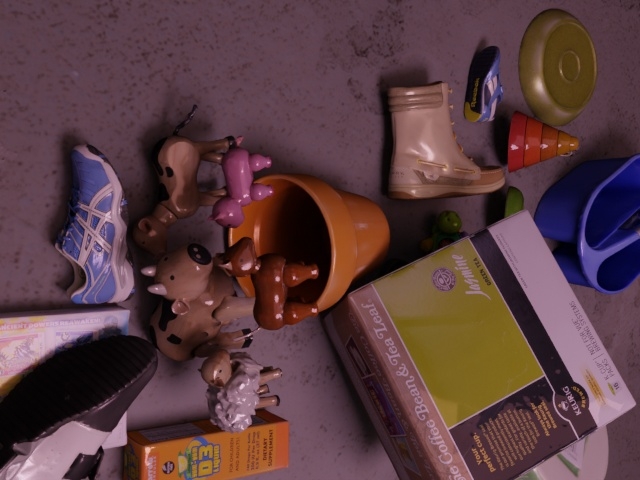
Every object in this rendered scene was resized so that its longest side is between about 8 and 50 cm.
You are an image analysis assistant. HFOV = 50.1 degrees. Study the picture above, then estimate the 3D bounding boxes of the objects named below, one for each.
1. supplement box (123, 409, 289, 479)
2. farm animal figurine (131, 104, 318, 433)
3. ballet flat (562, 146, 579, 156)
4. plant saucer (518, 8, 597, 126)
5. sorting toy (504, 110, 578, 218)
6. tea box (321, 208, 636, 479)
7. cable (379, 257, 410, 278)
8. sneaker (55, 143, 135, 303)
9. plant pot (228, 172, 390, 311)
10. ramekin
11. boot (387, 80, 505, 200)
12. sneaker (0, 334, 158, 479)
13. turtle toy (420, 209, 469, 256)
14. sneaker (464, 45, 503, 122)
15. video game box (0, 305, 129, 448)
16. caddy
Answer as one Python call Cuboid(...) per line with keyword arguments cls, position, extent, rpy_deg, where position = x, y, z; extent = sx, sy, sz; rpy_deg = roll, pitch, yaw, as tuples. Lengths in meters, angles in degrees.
Cuboid(cls="supplement box", position=(-0.162, 0.306, 0.995), extent=(0.233, 0.080, 0.078), rpy_deg=(-1, 93, -32))
Cuboid(cls="farm animal figurine", position=(-0.160, 0.040, 0.890), extent=(0.172, 0.330, 0.327), rpy_deg=(-6, 130, -30))
Cuboid(cls="ballet flat", position=(0.497, -0.199, 1.427), extent=(0.114, 0.041, 0.041), rpy_deg=(15, 86, -34))
Cuboid(cls="plant saucer", position=(0.503, -0.358, 1.416), extent=(0.241, 0.037, 0.241), rpy_deg=(-4, 97, -34))
Cuboid(cls="sorting toy", position=(0.416, -0.062, 1.304), extent=(0.127, 0.126, 0.365), rpy_deg=(-5, 98, -71))
Cuboid(cls="tea box", position=(0.225, 0.183, 1.056), extent=(0.323, 0.220, 0.329), rpy_deg=(-23, 79, -17))
Cuboid(cls="cable", position=(0.199, 0.142, 1.260), extent=(0.287, 0.072, 0.139), rpy_deg=(34, 92, -20))
Cuboid(cls="sneaker", position=(-0.293, -0.016, 0.872), extent=(0.081, 0.080, 0.211), rpy_deg=(-14, 101, -35))
Cuboid(cls="plant pot", position=(0.000, 0.000, 1.019), extent=(0.188, 0.205, 0.205), rpy_deg=(-9, 100, -49))
Cuboid(cls="ramekin", position=(0.399, 0.356, 1.281), extent=(0.303, 0.148, 0.303), rpy_deg=(16, 63, -33))
Cuboid(cls="boot", position=(0.224, -0.178, 1.209), extent=(0.262, 0.095, 0.203), rpy_deg=(-7, 97, -31))
Cuboid(cls="sneaker", position=(-0.321, 0.251, 0.816), extent=(0.330, 0.122, 0.146), rpy_deg=(-40, 134, -25))
Cuboid(cls="turtle toy", position=(0.236, 0.007, 1.247), extent=(0.095, 0.066, 0.130), rpy_deg=(-26, 108, -30))
Cuboid(cls="sneaker", position=(0.312, -0.290, 1.282), extent=(0.059, 0.053, 0.144), rpy_deg=(7, 99, -34))
Cuboid(cls="video game box", position=(-0.350, 0.182, 0.871), extent=(0.205, 0.048, 0.187), rpy_deg=(0, 98, -35))
Cuboid(cls="caddy", position=(0.614, -0.039, 1.437), extent=(0.341, 0.179, 0.241), rpy_deg=(-35, 114, -27))
